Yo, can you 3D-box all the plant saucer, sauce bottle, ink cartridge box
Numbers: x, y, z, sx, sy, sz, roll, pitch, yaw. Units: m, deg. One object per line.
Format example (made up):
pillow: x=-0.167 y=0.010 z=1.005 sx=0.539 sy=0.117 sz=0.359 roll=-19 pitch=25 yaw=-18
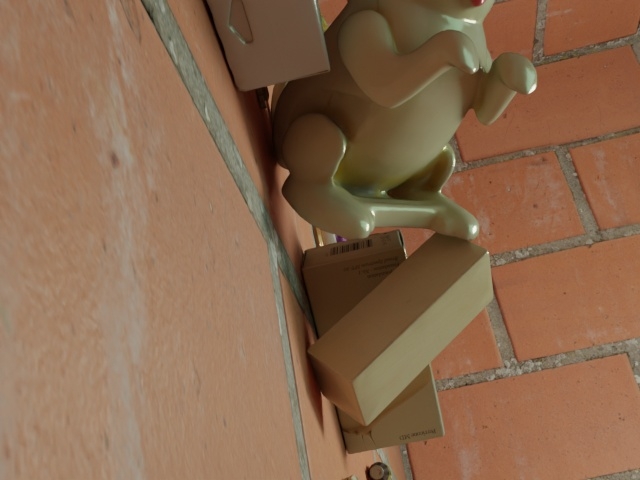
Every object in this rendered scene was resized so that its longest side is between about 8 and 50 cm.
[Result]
plant saucer: x=0.000 y=0.000 z=1.569 sx=0.083 sy=0.013 sz=0.084 roll=-12 pitch=90 yaw=-85
sauce bottle: x=0.112 y=0.443 z=1.565 sx=0.128 sy=0.042 sz=0.042 roll=67 pitch=11 yaw=-74
ink cartridge box: x=-0.074 y=-0.338 z=0.954 sx=0.197 sy=0.114 sz=0.273 roll=73 pitch=7 yaw=-50

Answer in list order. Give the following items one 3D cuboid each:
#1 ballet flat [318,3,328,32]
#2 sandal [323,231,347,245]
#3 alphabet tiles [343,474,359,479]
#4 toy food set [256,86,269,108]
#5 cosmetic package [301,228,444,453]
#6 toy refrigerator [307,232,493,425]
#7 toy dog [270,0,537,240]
ballet flat: x=-0.053 y=-0.440 z=1.625 sx=0.123 sy=0.123 sz=0.349 roll=-16 pitch=94 yaw=-85
sandal: x=0.068 y=0.065 z=1.662 sx=0.416 sy=0.102 sz=0.169 roll=-98 pitch=174 yaw=-46
alphabet tiles: x=0.098 y=0.467 z=1.131 sx=0.278 sy=0.021 sz=0.284 roll=69 pitch=-1 yaw=-66
toy food set: x=-0.086 y=-0.249 z=1.155 sx=0.078 sy=0.019 sz=0.122 roll=-86 pitch=163 yaw=-75
cosmetic package: x=0.082 y=0.154 z=1.265 sx=0.113 sy=0.160 sz=0.310 roll=-82 pitch=158 yaw=-75
toy refrigerator: x=0.111 y=0.110 z=1.109 sx=0.094 sy=0.269 sz=0.102 roll=29 pitch=-30 yaw=38
toy dog: x=0.106 y=-0.246 z=1.094 sx=0.395 sy=0.284 sz=0.408 roll=46 pitch=-57 yaw=52
